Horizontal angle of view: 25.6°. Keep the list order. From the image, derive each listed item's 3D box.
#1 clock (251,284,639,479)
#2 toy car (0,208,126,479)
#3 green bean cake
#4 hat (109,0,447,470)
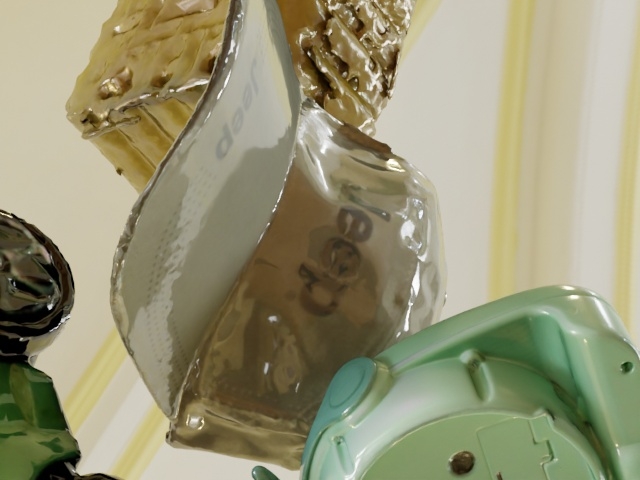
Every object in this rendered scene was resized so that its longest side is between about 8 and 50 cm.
[{"bbox_3d":[0.064,0.122,0.676,0.210,0.159,0.066,-21,-156,4],"label":"clock"},{"bbox_3d":[-0.230,0.115,0.723,0.176,0.213,0.359,2,-130,-45],"label":"toy car"},{"bbox_3d":[-0.052,-0.144,0.997,0.131,0.229,0.224,45,-127,-39],"label":"green bean cake"},{"bbox_3d":[0.000,0.000,0.689,0.149,0.245,0.214,18,-110,3],"label":"hat"}]
